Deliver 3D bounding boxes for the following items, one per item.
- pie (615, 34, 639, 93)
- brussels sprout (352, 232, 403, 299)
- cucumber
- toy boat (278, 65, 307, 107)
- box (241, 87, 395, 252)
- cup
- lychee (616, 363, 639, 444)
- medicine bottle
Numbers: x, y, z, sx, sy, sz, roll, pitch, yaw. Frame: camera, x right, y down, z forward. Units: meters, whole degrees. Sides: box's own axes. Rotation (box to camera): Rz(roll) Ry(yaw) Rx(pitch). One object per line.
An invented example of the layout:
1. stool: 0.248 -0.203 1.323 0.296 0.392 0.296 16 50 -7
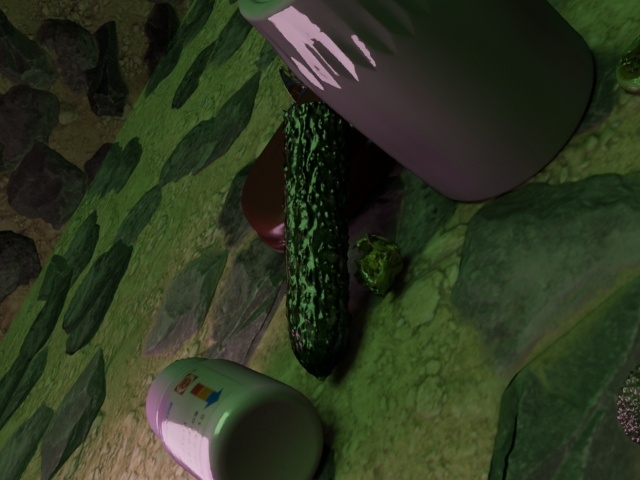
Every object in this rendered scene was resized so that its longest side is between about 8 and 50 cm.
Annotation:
1. pie: 0.347 -0.191 0.801 0.085 0.017 0.085 -39 32 30
2. brussels sprout: 0.074 0.032 0.964 0.085 0.058 0.085 13 106 57
3. cucumber: 0.000 0.000 0.988 0.096 0.096 0.359 -17 71 51
4. toy boat: -0.038 -0.286 1.411 0.091 0.110 0.175 -39 34 30
5. box: 0.031 -0.163 1.171 0.404 0.108 0.263 -53 29 7
6. cup: 0.111 -0.226 0.858 0.253 0.372 0.253 -30 45 35
7. lychee: 0.260 0.120 0.569 0.083 0.068 0.067 -43 -11 30
8. medicine bottle: -0.118 0.229 0.955 0.254 0.152 0.152 2 63 59
